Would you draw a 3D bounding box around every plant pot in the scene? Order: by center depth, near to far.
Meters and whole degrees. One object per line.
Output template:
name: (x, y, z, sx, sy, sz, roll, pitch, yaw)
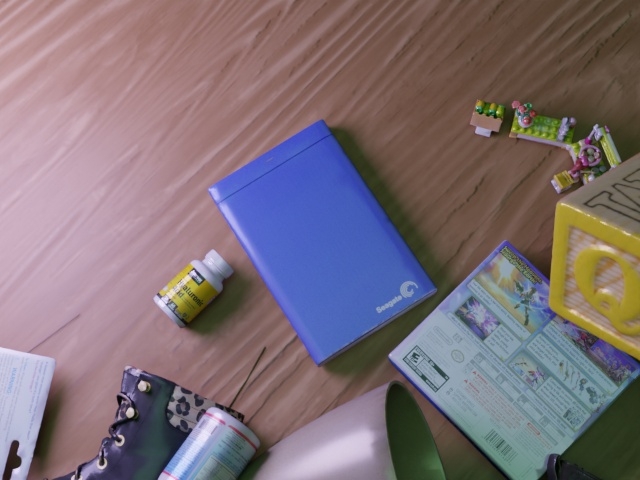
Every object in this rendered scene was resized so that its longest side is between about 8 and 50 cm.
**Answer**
plant pot: (0.012, 0.350, 1.309, 0.274, 0.256, 0.257, -20, 75, 16)

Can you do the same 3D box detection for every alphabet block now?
alphabet block: (0.446, 0.020, 1.314, 0.197, 0.192, 0.193, -27, 39, -30)

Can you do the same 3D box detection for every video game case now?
video game case: (0.277, 0.178, 1.409, 0.244, 0.061, 0.269, -44, 78, -6)

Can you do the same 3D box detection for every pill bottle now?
pill bottle: (-0.156, 0.306, 1.288, 0.087, 0.087, 0.160, 33, 71, 11)
pill bottle: (-0.187, 0.069, 1.462, 0.065, 0.065, 0.116, 44, 82, 12)

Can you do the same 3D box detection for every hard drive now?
hard drive: (0.000, 0.000, 1.480, 0.210, 0.040, 0.319, -32, 76, -5)

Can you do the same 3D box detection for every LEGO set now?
LEGO set: (0.358, -0.141, 1.459, 0.132, 0.107, 0.287, -40, 77, -7)

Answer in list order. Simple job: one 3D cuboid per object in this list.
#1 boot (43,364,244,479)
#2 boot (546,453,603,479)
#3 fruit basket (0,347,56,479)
boot: (-0.307, 0.310, 1.352, 0.377, 0.138, 0.284, 23, 77, -6)
boot: (0.372, 0.439, 1.311, 0.263, 0.091, 0.229, 39, 66, -14)
fruit basket: (-0.591, 0.293, 1.408, 0.353, 0.165, 0.327, 13, 77, -10)
